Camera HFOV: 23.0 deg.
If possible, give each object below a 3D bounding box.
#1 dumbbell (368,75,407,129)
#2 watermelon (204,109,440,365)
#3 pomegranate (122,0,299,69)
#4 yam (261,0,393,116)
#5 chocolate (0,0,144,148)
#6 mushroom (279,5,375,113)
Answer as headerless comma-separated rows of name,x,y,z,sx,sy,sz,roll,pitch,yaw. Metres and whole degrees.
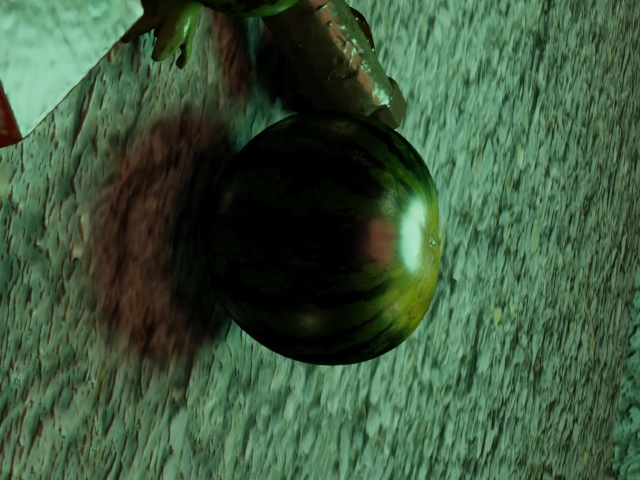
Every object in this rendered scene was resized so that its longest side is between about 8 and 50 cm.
dumbbell,0.031,-0.096,1.848,0.082,0.092,0.231,110,0,-61
watermelon,0.004,0.002,1.628,0.269,0.269,0.269,-19,111,-62
pomegranate,-0.095,-0.285,1.466,0.263,0.211,0.211,-48,162,20
yam,-0.011,-0.230,1.660,0.259,0.093,0.093,58,41,-25
chocolate,-0.253,-0.213,1.224,0.237,0.108,0.234,-54,138,-45
mushroom,0.002,-0.184,1.782,0.135,0.080,0.170,29,73,-47
